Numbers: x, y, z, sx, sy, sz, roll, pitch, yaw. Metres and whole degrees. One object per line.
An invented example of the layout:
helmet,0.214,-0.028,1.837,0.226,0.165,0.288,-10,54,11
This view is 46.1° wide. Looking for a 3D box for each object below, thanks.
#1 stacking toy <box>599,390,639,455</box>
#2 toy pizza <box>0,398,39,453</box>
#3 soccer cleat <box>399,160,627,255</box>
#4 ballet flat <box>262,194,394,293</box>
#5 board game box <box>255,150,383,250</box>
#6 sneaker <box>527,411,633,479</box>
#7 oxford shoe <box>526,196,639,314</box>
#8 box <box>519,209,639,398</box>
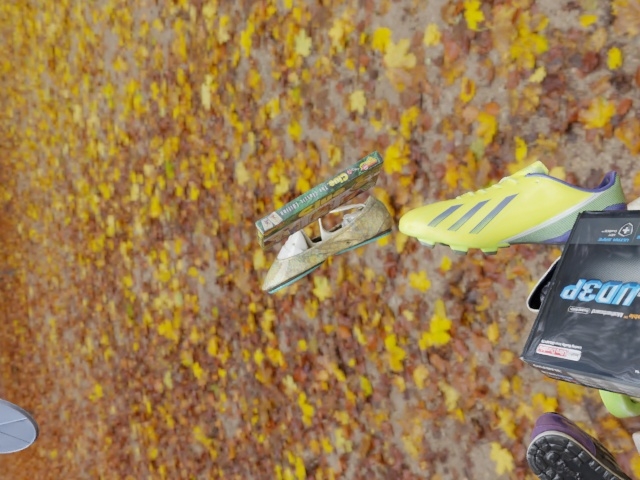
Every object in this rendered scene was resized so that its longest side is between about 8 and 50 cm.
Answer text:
stacking toy,0.567,0.198,1.183,0.130,0.279,0.309,-13,119,45
toy pizza,-0.678,0.371,1.544,0.032,0.201,0.201,-90,18,-48
soccer cleat,0.248,-0.043,0.981,0.093,0.289,0.121,-55,-37,-78
ballet flat,0.000,0.000,1.766,0.123,0.349,0.123,62,-176,-9
board game box,-0.003,-0.071,1.405,0.030,0.260,0.136,56,170,14
sneaker,0.447,0.373,1.161,0.283,0.124,0.107,45,115,3
oxford shoe,0.594,0.038,1.557,0.397,0.147,0.140,-53,56,29
box,0.307,0.057,0.687,0.220,0.051,0.175,4,64,59
